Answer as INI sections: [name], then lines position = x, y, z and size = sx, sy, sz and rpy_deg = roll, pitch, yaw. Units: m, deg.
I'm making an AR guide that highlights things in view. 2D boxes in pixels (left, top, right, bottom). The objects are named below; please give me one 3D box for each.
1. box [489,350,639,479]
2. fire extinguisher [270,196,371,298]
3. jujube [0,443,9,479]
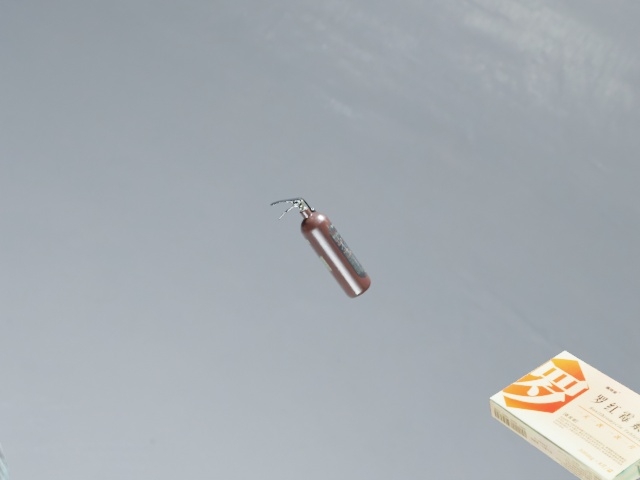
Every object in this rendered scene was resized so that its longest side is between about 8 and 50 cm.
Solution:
[box]
position = 0.142, 0.096, 0.694
size = 0.058, 0.015, 0.093
rpy_deg = -30, 36, -22
[fire extinguisher]
position = 0.005, -0.003, 1.029
size = 0.100, 0.032, 0.046
rpy_deg = 55, 35, -16
[jujube]
position = -0.371, 0.142, 0.864
size = 0.308, 0.215, 0.246
rpy_deg = -11, 21, -1
